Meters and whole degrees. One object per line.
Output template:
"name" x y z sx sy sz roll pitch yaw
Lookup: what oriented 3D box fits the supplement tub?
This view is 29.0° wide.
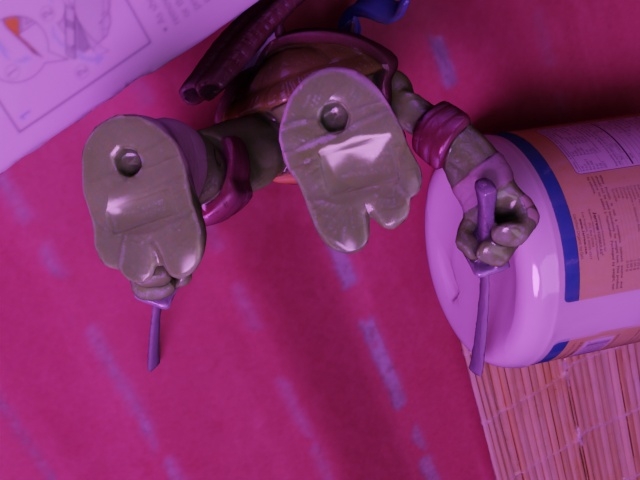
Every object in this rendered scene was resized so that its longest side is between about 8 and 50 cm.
"supplement tub" 0.182 -0.005 0.779 0.200 0.144 0.144 -9 119 -20

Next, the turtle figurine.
"turtle figurine" 0.000 0.000 0.621 0.198 0.266 0.274 23 100 10

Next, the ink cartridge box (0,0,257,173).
"ink cartridge box" -0.110 -0.234 0.521 0.385 0.091 0.308 -38 126 -16

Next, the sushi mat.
"sushi mat" 0.197 0.149 0.942 0.151 0.019 0.316 -24 122 -10
